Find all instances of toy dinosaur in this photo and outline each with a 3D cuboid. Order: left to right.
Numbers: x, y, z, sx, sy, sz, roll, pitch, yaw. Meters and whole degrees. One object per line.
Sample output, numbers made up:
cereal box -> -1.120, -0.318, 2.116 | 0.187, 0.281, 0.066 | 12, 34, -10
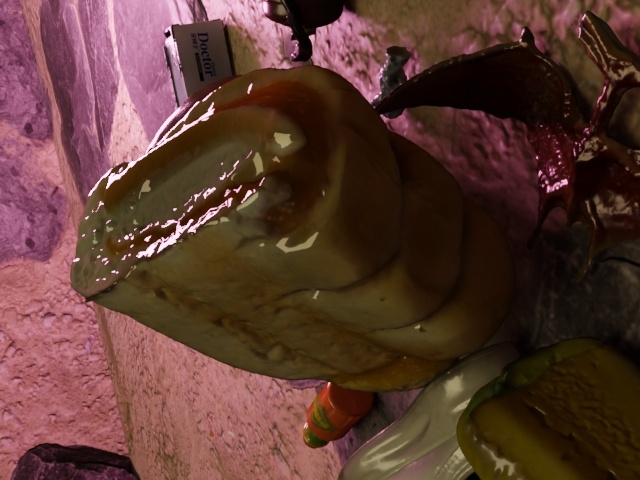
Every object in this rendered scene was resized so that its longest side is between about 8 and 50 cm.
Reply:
toy dinosaur -> 0.192, -0.044, 0.635 | 0.327, 0.113, 0.206 | 63, 152, 18

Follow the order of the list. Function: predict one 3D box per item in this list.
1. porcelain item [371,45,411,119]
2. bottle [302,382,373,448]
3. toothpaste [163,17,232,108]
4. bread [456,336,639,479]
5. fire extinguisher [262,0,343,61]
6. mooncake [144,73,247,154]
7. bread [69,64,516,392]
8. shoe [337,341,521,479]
porcelain item -> 0.077, -0.165, 0.880 | 0.036, 0.028, 0.083 | 23, 133, 16
bottle -> 0.015, 0.248, 1.157 | 0.069, 0.069, 0.187 | 63, 152, 24
toothpaste -> -0.171, -0.181, 1.286 | 0.071, 0.089, 0.313 | -170, 68, -68
bread -> 0.258, 0.228, 0.585 | 0.383, 0.166, 0.112 | 47, 152, 42
fire extinguisher -> -0.026, -0.359, 0.919 | 0.141, 0.105, 0.341 | -93, 2, -64
mooncake -> -0.059, -0.040, 0.929 | 0.155, 0.284, 0.284 | 32, 130, 48
bread -> 0.000, 0.000, 0.729 | 0.300, 0.341, 0.210 | -23, 47, 45
shoe -> 0.138, 0.245, 0.857 | 0.159, 0.124, 0.316 | 55, 139, 26
